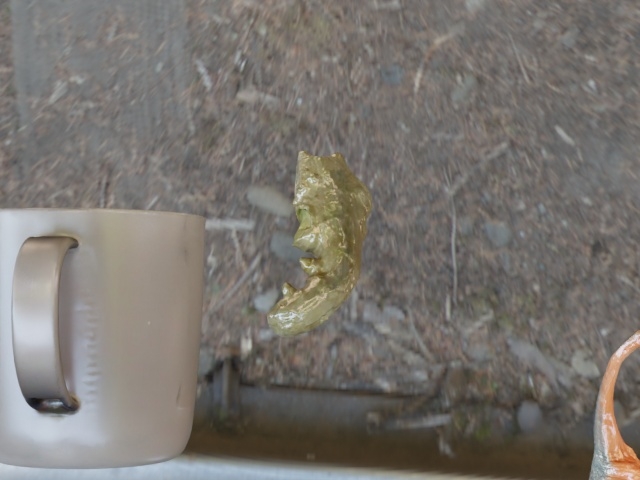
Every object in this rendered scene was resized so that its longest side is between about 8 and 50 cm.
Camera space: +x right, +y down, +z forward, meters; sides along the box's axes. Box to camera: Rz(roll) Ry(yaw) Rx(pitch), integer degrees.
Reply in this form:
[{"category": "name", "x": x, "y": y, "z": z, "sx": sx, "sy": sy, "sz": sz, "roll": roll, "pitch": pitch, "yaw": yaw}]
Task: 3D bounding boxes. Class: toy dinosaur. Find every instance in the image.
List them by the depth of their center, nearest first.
[{"category": "toy dinosaur", "x": 0.283, "y": 0.214, "z": 1.235, "sx": 0.101, "sy": 0.055, "sz": 0.279, "roll": 13, "pitch": 104, "yaw": -1}]

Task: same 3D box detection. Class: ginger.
[{"category": "ginger", "x": 0.003, "y": 0.002, "z": 1.091, "sx": 0.069, "sy": 0.173, "sz": 0.051, "roll": 19, "pitch": 142, "yaw": -16}]

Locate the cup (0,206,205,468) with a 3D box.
[{"category": "cup", "x": -0.192, "y": 0.077, "z": 1.073, "sx": 0.191, "sy": 0.253, "sz": 0.200, "roll": 0, "pitch": 87, "yaw": 3}]
